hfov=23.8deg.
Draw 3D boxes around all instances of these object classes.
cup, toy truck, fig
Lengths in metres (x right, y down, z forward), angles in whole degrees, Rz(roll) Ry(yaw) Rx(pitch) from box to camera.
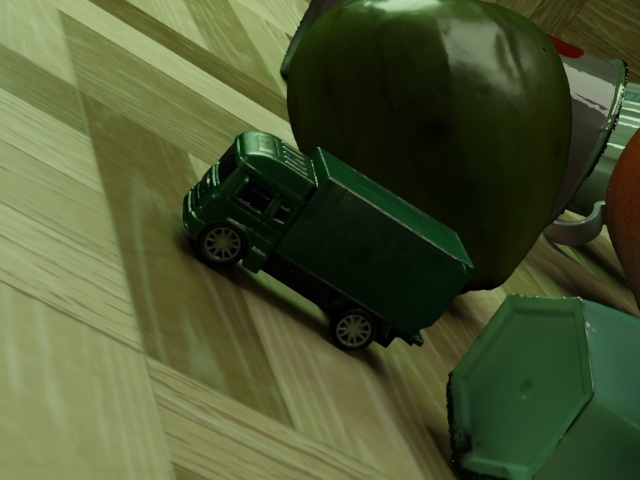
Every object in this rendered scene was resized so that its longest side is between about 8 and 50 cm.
[{"bbox_3d":[0.119,-0.153,1.441,0.288,0.203,0.203,27,15,-9],"label":"cup"},{"bbox_3d":[0.184,0.114,0.814,0.235,0.148,0.134,25,44,-28],"label":"cup"},{"bbox_3d":[0.000,0.000,0.828,0.147,0.079,0.065,30,15,-15],"label":"toy truck"},{"bbox_3d":[0.307,-0.092,1.632,0.202,0.167,0.221,21,20,39],"label":"cup"},{"bbox_3d":[0.078,-0.067,1.080,0.203,0.203,0.225,14,64,-58],"label":"fig"}]

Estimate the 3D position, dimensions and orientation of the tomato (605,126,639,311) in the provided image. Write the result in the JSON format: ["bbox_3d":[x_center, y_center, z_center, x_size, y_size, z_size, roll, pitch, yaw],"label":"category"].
[{"bbox_3d":[0.402,0.016,1.344,0.341,0.272,0.341,157,-90,-88],"label":"tomato"}]
